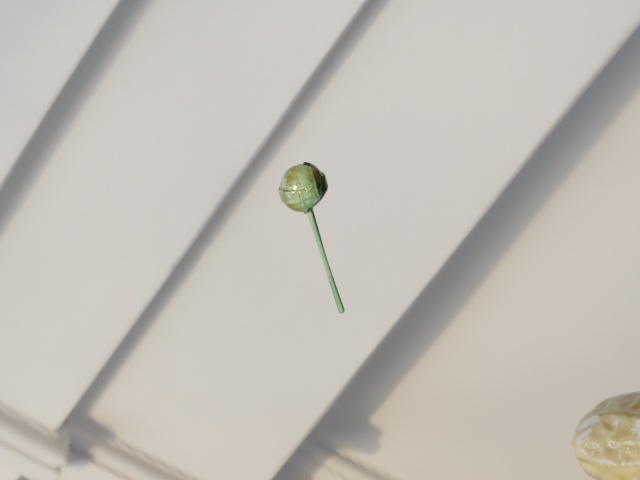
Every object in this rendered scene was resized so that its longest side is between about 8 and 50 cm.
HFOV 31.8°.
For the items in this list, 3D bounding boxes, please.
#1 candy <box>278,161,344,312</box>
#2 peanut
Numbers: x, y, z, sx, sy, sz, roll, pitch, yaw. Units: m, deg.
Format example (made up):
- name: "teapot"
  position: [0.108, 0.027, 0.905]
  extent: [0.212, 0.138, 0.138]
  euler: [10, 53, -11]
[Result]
- name: "candy"
  position: [0.000, 0.000, 1.387]
  extent: [0.061, 0.061, 0.202]
  euler: [-88, -19, -69]
- name: "peanut"
  position: [0.343, 0.187, 1.064]
  extent: [0.123, 0.257, 0.123]
  euler: [11, -108, -37]
